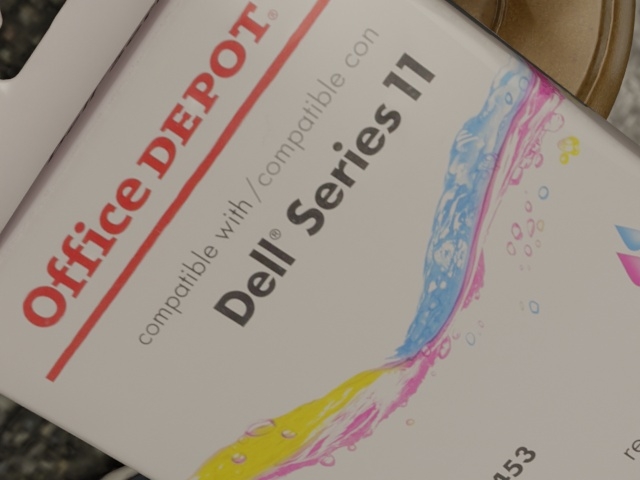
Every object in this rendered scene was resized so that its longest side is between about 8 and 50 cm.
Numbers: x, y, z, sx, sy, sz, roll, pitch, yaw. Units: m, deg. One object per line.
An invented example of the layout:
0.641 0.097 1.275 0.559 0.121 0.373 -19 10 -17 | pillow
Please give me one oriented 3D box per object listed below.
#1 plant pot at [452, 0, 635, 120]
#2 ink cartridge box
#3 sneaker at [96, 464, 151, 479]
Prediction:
0.046 -0.111 0.475 0.236 0.032 0.236 -2 97 -13 | plant pot
0.000 0.000 0.404 0.353 0.119 0.207 33 105 -15 | ink cartridge box
-0.121 0.200 0.430 0.275 0.110 0.107 -40 103 -7 | sneaker
